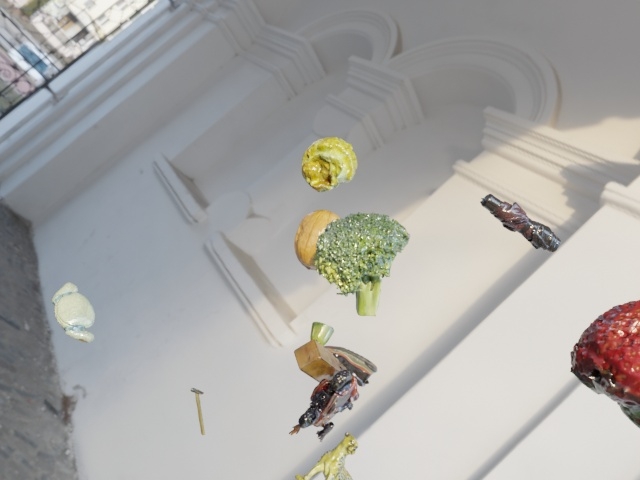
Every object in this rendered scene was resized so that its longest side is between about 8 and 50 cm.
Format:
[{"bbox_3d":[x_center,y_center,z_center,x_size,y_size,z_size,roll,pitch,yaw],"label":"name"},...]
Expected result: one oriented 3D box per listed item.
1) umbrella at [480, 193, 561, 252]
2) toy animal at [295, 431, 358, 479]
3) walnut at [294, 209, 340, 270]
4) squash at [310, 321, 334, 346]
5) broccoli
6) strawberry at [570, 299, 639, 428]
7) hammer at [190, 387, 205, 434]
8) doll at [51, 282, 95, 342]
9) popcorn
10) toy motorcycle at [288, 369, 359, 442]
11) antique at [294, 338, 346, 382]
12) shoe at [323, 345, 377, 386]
[{"bbox_3d":[0.727,-0.067,1.707,0.326,0.094,0.090,35,-33,-1],"label":"umbrella"},{"bbox_3d":[0.038,0.507,0.984,0.073,0.136,0.181,13,-49,48],"label":"toy animal"},{"bbox_3d":[0.000,0.000,1.686,0.193,0.226,0.193,18,-15,5],"label":"walnut"},{"bbox_3d":[-0.009,0.428,2.002,0.105,0.132,0.105,17,-32,11],"label":"squash"},{"bbox_3d":[0.106,0.049,1.393,0.249,0.302,0.375,24,22,7],"label":"broccoli"},{"bbox_3d":[0.688,0.230,0.960,0.250,0.288,0.238,35,7,-31],"label":"strawberry"},{"bbox_3d":[-0.463,0.665,1.809,0.062,0.013,0.199,5,-73,31],"label":"hammer"},{"bbox_3d":[-0.752,0.220,1.433,0.103,0.071,0.214,-8,58,-49],"label":"doll"},{"bbox_3d":[0.030,-0.291,1.788,0.204,0.221,0.183,55,36,2],"label":"popcorn"},{"bbox_3d":[0.016,0.633,1.751,0.207,0.401,0.134,21,20,-50],"label":"toy motorcycle"},{"bbox_3d":[0.017,0.489,1.806,0.310,0.093,0.087,50,11,-47],"label":"antique"},{"bbox_3d":[0.111,0.568,2.118,0.290,0.137,0.114,21,0,28],"label":"shoe"}]
